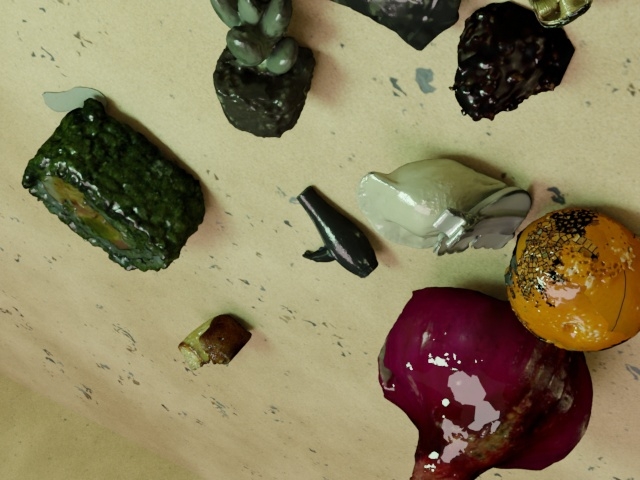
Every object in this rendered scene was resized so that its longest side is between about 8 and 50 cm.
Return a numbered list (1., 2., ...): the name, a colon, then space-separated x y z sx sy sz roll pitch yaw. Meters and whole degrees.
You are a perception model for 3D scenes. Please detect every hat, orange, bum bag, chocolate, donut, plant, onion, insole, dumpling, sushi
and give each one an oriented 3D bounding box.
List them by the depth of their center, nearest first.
1. hat: 0.292 -0.302 1.207 0.077 0.059 0.076 -26 100 49
2. chocolate: 0.230 -0.213 1.317 0.156 0.133 0.156 25 150 15
3. bum bag: 0.030 -0.365 1.327 0.340 0.095 0.144 28 133 7
4. plant: -0.086 -0.282 1.502 0.146 0.149 0.274 8 146 9
5. orange: 0.392 0.064 1.519 0.234 0.182 0.234 13 137 13
6. dumpling: 0.179 -0.052 1.581 0.166 0.216 0.126 93 153 -48
7. onion: 0.261 0.300 1.724 0.398 0.420 0.398 18 147 12
8. insole: -0.488 -0.277 2.005 0.197 0.004 0.065 2 137 41
9. sushi: -0.414 -0.092 2.028 0.352 0.178 0.294 41 151 -18
10. donut: -0.249 0.234 2.375 0.085 0.141 0.217 52 145 -10

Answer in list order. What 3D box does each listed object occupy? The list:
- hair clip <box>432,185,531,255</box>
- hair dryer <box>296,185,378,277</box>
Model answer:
1. hair clip: 0.254 -0.023 1.529 0.054 0.220 0.140 53 127 26
2. hair dryer: 0.000 0.000 1.902 0.195 0.075 0.219 49 154 -7
